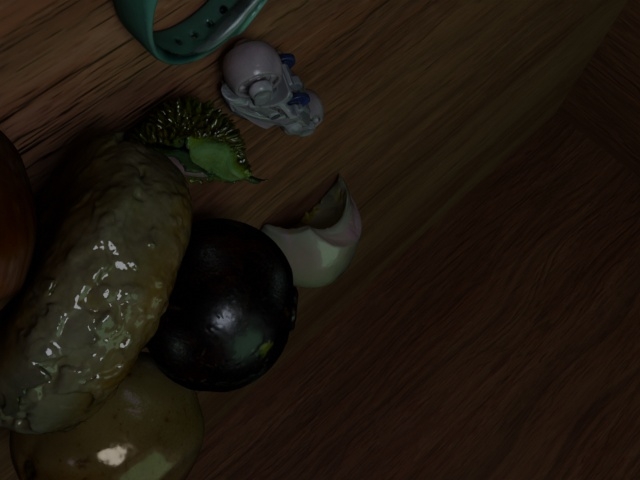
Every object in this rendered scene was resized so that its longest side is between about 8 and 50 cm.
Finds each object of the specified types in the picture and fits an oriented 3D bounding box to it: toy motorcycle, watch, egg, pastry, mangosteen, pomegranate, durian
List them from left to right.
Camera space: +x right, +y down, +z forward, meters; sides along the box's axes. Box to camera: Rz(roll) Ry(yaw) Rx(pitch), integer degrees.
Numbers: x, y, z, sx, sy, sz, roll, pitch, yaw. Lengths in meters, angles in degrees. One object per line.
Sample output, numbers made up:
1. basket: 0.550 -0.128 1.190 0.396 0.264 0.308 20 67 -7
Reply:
1. pastry: -0.246 0.050 0.705 0.136 0.329 0.329 30 109 -30
2. pomegranate: -0.336 0.312 1.137 0.319 0.319 0.319 -42 165 -14
3. durian: -0.157 -0.121 0.854 0.220 0.137 0.095 38 61 -70
4. mangosteen: -0.177 0.097 1.075 0.288 0.288 0.288 -42 165 -14
5. watch: -0.097 -0.276 0.660 0.237 0.068 0.195 -48 166 12
6. toy motorcycle: -0.069 -0.193 0.929 0.112 0.112 0.254 -48 164 6
7. egg: -0.002 0.010 1.476 0.271 0.162 0.206 -31 158 -41

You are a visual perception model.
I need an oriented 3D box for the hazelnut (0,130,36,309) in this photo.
1. hazelnut: -0.321 -0.016 0.552 0.214 0.176 0.214 -165 -90 -80
